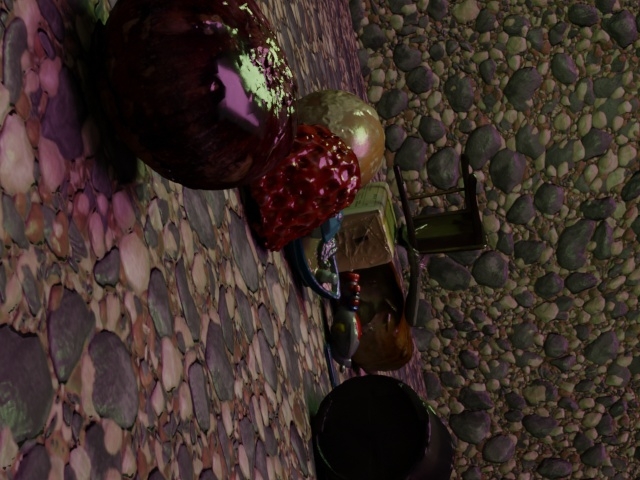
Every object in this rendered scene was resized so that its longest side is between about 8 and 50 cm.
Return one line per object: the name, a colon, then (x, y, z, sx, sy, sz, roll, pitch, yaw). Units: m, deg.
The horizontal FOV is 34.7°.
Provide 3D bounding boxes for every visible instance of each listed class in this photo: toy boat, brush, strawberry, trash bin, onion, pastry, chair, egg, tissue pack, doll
toy boat: (0.000, 0.000, 1.790, 0.109, 0.098, 0.237, -45, 134, -48)
brush: (0.028, 0.276, 1.937, 0.051, 0.014, 0.164, -2, 80, -81)
strawberry: (-0.027, -0.106, 1.620, 0.234, 0.178, 0.233, -9, 90, -87)
trash bin: (0.114, 0.353, 1.785, 0.252, 0.203, 0.301, 66, 5, 23)
onion: (-0.128, -0.161, 1.049, 0.246, 0.190, 0.246, 48, 25, -31)
pastry: (0.115, 0.136, 2.242, 0.330, 0.136, 0.329, -13, 90, -80)
chair: (0.244, 0.003, 2.090, 0.160, 0.186, 0.319, -89, 170, -67)
egg: (0.022, -0.175, 1.890, 0.245, 0.203, 0.203, -79, 155, -61)
tissue pack: (0.066, -0.028, 2.081, 0.234, 0.159, 0.125, -71, 148, -72)
doll: (0.051, 0.161, 1.993, 0.062, 0.104, 0.194, 12, 79, -37)

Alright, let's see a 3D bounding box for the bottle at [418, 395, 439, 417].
bottle: (0.201, 0.445, 2.258, 0.351, 0.172, 0.171, 53, 27, -68)
